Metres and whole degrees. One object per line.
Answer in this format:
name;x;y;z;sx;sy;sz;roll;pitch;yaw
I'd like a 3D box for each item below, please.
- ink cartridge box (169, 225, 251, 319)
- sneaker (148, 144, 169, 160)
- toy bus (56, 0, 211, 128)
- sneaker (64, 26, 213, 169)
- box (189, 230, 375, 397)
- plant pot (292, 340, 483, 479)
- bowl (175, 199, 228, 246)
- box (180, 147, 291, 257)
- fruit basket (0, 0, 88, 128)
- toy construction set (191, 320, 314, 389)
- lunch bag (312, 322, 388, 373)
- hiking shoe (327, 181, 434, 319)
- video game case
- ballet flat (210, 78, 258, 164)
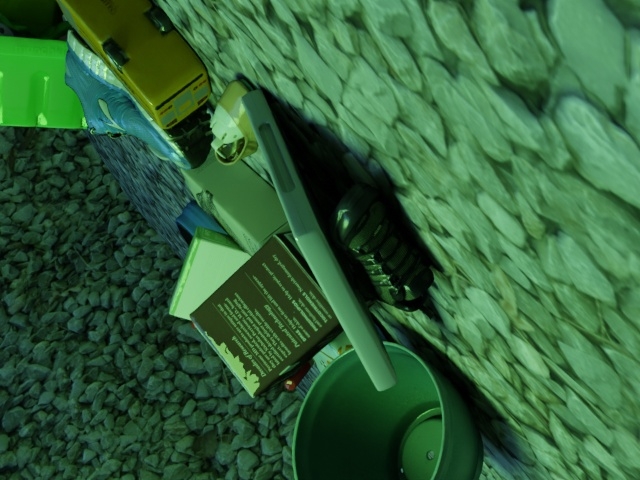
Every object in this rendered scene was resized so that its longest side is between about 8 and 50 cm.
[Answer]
ink cartridge box;-0.140;0.088;1.827;0.235;0.171;0.056;17;-155;-12
sneaker;-0.365;-0.266;2.106;0.229;0.086;0.132;44;167;-17
toy bus;-0.316;-0.340;1.574;0.332;0.108;0.130;48;170;13
sneaker;-0.315;-0.225;1.705;0.330;0.130;0.147;43;129;18
box;-0.056;0.106;1.568;0.167;0.203;0.168;50;-161;9
plant pot;0.129;0.321;1.547;0.196;0.293;0.293;25;-170;-42
bowl;-0.256;0.067;2.709;0.391;0.077;0.391;49;168;13
box;-0.129;-0.055;1.753;0.275;0.094;0.113;42;163;42
fruit basket;-0.531;-0.400;1.840;0.392;0.392;0.283;57;168;-26
toy construction set;-0.099;0.120;1.983;0.308;0.258;0.237;63;-155;-7
lunch bag;0.098;0.256;1.798;0.303;0.115;0.243;54;165;-12
hiking shoe;0.086;0.013;1.198;0.114;0.086;0.227;27;161;29
video game case;0.000;0.000;1.338;0.300;0.036;0.329;-112;-3;-46
ballet flat;-0.125;-0.160;1.460;0.080;0.073;0.232;49;169;9
